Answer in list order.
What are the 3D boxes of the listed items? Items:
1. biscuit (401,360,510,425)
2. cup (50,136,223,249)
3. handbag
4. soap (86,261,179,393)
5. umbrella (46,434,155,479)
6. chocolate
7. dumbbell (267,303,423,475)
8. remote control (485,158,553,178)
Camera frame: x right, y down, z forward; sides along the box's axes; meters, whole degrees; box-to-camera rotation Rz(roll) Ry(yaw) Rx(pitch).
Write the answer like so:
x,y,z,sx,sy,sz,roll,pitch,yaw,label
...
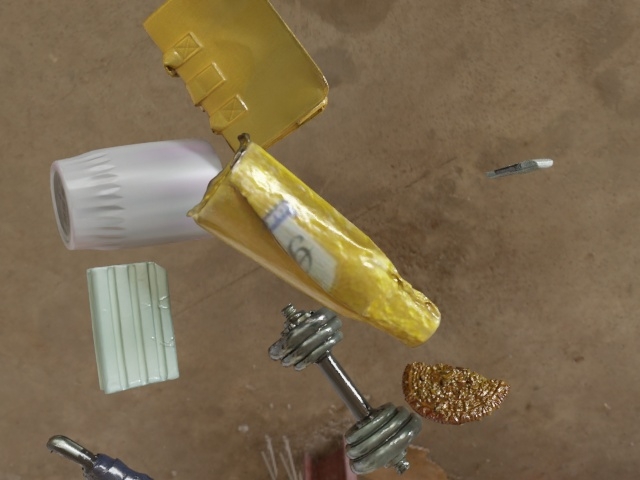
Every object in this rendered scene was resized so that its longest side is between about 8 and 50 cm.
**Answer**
x,y,z,sx,sy,sz,roll,pitch,yaw,label
0.238,0.284,1.087,0.206,0.126,0.025,4,130,32,biscuit
-0.421,-0.109,1.387,0.372,0.253,0.253,-10,129,-33,cup
-0.193,-0.407,1.354,0.283,0.133,0.400,-36,93,1,handbag
-0.304,0.136,0.949,0.119,0.067,0.197,-7,91,-32,soap
-0.356,0.409,1.001,0.071,0.071,0.248,-40,112,21,umbrella
0.015,0.019,0.939,0.446,0.162,0.162,35,115,-14,chocolate
0.049,0.300,1.201,0.179,0.179,0.406,-40,81,21,dumbbell
0.494,-0.177,1.466,0.065,0.166,0.029,-9,88,-30,remote control
